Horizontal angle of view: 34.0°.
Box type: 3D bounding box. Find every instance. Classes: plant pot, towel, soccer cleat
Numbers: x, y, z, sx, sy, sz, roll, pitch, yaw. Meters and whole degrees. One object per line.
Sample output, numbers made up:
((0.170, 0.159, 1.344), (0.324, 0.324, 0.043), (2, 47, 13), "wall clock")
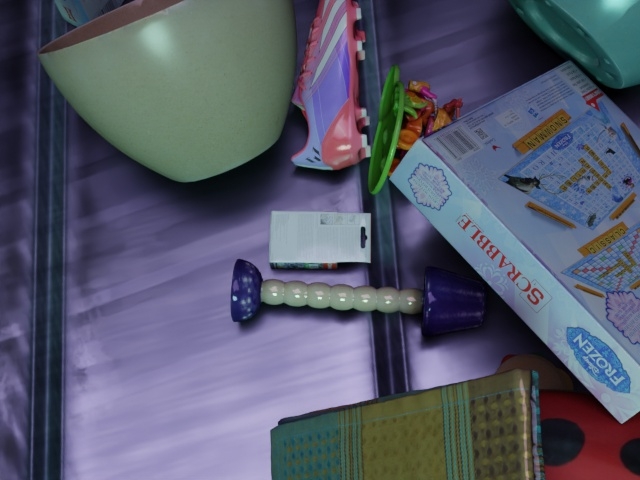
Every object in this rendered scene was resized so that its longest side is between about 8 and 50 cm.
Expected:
((-0.139, -0.177, 1.153), (0.284, 0.284, 0.191), (-25, 109, -5), "plant pot")
((0.068, 0.275, 0.957), (0.040, 0.370, 0.272), (12, 67, -34), "towel")
((0.007, -0.202, 1.232), (0.095, 0.083, 0.248), (-5, 75, 6), "soccer cleat")
((0.343, -0.311, 1.151), (0.293, 0.293, 0.235), (43, 94, 14), "plant pot")

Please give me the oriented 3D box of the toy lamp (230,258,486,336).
((0.042, 0.061, 1.143), (0.274, 0.080, 0.080), (3, 72, 3), "toy lamp")

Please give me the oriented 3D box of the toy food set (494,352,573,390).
((0.225, 0.161, 1.132), (0.082, 0.020, 0.083), (36, 78, 13), "toy food set")

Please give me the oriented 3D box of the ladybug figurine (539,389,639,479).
((0.245, 0.285, 0.966), (0.449, 0.162, 0.305), (11, 73, 27), "ladybug figurine")

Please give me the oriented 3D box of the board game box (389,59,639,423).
((0.277, -0.019, 1.069), (0.318, 0.066, 0.318), (48, 44, 13), "board game box")

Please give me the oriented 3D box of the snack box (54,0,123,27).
((-0.223, -0.425, 1.256), (0.060, 0.187, 0.322), (29, 75, 11), "snack box")

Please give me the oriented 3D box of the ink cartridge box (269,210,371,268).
((0.000, 0.000, 1.191), (0.115, 0.029, 0.063), (1, 72, 2), "ink cartridge box")

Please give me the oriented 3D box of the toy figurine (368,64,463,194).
((0.148, -0.115, 1.196), (0.159, 0.130, 0.173), (12, 48, -7), "toy figurine")
